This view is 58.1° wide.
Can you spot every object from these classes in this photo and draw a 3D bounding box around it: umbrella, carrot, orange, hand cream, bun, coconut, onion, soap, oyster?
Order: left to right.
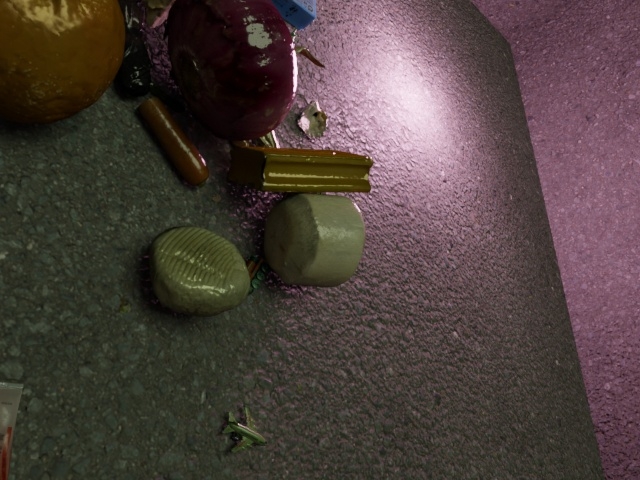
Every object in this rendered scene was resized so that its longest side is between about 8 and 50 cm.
[{"bbox_3d":[-0.491,0.322,0.873,0.052,0.038,0.216,53,26,-61],"label":"hand cream"},{"bbox_3d":[-0.511,-0.384,1.011,0.340,0.293,0.341,28,49,-37],"label":"orange"},{"bbox_3d":[-0.444,-0.479,1.304,0.094,0.090,0.326,-2,72,-46],"label":"umbrella"},{"bbox_3d":[-0.330,-0.219,1.316,0.225,0.067,0.067,55,39,-10],"label":"carrot"},{"bbox_3d":[-0.254,0.072,1.192,0.220,0.134,0.220,23,32,-15],"label":"bun"},{"bbox_3d":[-0.194,-0.427,1.336,0.358,0.358,0.345,46,57,-22],"label":"onion"},{"bbox_3d":[-0.052,-0.179,1.445,0.324,0.204,0.096,-3,104,-34],"label":"soap"},{"bbox_3d":[-0.023,-0.375,1.767,0.121,0.045,0.146,4,75,-51],"label":"oyster"},{"bbox_3d":[0.000,0.000,1.429,0.265,0.237,0.237,-1,71,-34],"label":"coconut"}]

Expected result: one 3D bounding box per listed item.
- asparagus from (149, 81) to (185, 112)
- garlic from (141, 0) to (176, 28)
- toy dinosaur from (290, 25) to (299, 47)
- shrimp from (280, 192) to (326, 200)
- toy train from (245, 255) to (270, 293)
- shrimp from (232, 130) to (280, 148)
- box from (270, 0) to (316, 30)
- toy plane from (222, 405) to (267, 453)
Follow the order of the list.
[{"bbox_3d":[-0.369,-0.341,1.370,0.108,0.021,0.025,36,49,-33],"label":"asparagus"},{"bbox_3d":[-0.360,-0.683,1.367,0.249,0.286,0.313,-9,65,-17],"label":"garlic"},{"bbox_3d":[-0.097,-0.654,1.852,0.062,0.021,0.083,-7,77,-37],"label":"toy dinosaur"},{"bbox_3d":[-0.017,-0.122,1.632,0.164,0.062,0.317,49,45,-26],"label":"shrimp"},{"bbox_3d":[-0.164,0.078,1.370,0.064,0.044,0.103,41,43,-12],"label":"toy train"},{"bbox_3d":[-0.168,-0.266,1.533,0.145,0.061,0.267,-41,106,-41],"label":"shrimp"},{"bbox_3d":[-0.120,-0.806,1.856,0.232,0.083,0.143,23,54,-42],"label":"box"},{"bbox_3d":[-0.157,0.402,1.204,0.111,0.040,0.102,43,45,-27],"label":"toy plane"}]
